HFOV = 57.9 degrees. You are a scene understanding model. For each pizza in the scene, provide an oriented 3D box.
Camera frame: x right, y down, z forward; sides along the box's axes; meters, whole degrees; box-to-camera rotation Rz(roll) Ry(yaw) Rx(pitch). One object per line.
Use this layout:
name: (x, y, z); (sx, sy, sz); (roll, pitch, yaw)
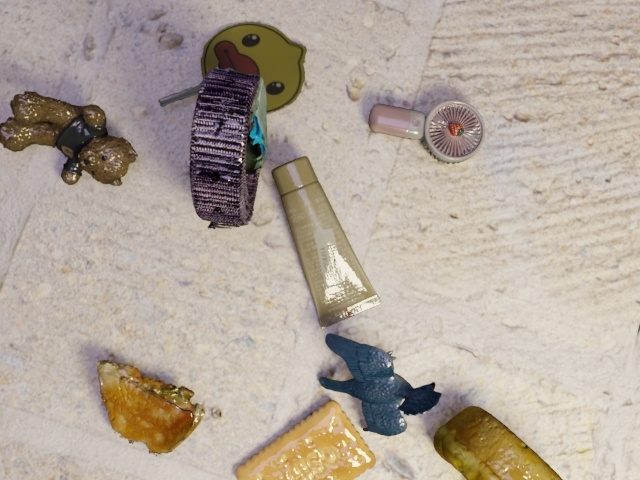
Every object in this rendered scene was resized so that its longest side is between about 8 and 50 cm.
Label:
pizza: (-0.341, 0.322, 1.128); (0.226, 0.069, 0.147); (24, 104, 2)

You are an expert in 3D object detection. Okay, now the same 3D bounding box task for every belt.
belt: (-0.165, -0.167, 1.062); (0.122, 0.325, 0.260); (8, 65, 1)

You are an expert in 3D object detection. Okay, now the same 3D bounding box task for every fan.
fan: (0.221, -0.237, 1.217); (0.244, 0.074, 0.130); (10, 84, -2)
fan: (-0.181, -0.349, 1.213); (0.335, 0.011, 0.230); (-24, 77, -13)

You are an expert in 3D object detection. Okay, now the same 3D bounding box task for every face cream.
face cream: (0.000, 0.000, 1.182); (0.137, 0.084, 0.341); (-23, 94, -4)

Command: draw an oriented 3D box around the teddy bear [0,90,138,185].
teddy bear: (-0.488, -0.210, 1.148); (0.251, 0.182, 0.129); (31, 42, -14)

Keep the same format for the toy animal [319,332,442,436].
toy animal: (0.105, 0.275, 1.095); (0.255, 0.176, 0.239); (-15, 102, 19)

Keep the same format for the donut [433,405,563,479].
donut: (0.343, 0.433, 1.087); (0.261, 0.208, 0.128); (44, 82, -3)

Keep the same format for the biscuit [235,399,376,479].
biscuit: (-0.029, 0.447, 1.142); (0.249, 0.030, 0.160); (-34, 88, -3)
